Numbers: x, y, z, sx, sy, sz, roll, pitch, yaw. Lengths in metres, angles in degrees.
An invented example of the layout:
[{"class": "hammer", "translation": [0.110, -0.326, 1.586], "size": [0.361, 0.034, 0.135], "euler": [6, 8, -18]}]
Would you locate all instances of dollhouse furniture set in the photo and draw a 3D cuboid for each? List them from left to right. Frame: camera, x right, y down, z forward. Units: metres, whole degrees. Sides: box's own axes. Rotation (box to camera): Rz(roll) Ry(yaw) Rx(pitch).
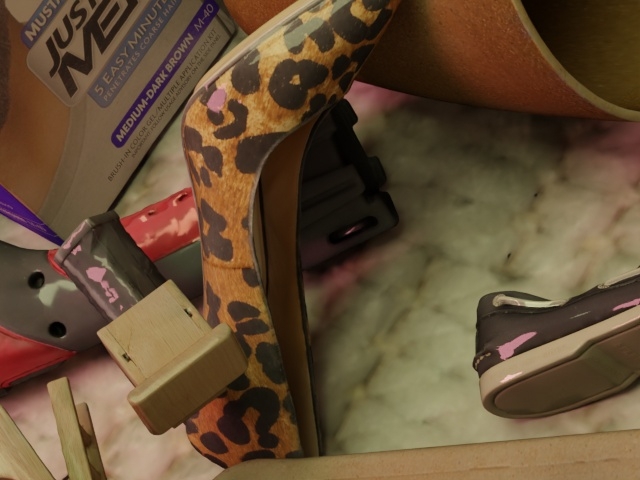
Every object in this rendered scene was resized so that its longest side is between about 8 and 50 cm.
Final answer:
[{"class": "dollhouse furniture set", "translation": [-0.081, 0.137, 0.791], "size": [0.161, 0.182, 0.101], "euler": [-37, 59, -10]}]

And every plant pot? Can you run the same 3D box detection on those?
[{"class": "plant pot", "translation": [0.067, -0.170, 0.879], "size": [0.254, 0.237, 0.237], "euler": [-3, 58, 47]}]

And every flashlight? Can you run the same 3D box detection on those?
[{"class": "flashlight", "translation": [-0.116, 0.001, 0.935], "size": [0.304, 0.103, 0.103], "euler": [-27, 48, 15]}]

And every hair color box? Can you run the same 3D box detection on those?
[{"class": "hair color box", "translation": [-0.208, -0.160, 0.935], "size": [0.110, 0.339, 0.185], "euler": [24, 74, 40]}]

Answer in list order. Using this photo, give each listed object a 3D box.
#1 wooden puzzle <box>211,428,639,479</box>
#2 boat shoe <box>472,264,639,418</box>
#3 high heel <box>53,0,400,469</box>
[{"class": "wooden puzzle", "translation": [0.028, 0.228, 0.639], "size": [0.348, 0.080, 0.322], "euler": [-11, 60, 46]}, {"class": "boat shoe", "translation": [0.164, 0.020, 0.773], "size": [0.206, 0.075, 0.065], "euler": [-24, 54, 22]}, {"class": "high heel", "translation": [0.000, 0.000, 0.812], "size": [0.186, 0.093, 0.261], "euler": [49, 120, 7]}]
